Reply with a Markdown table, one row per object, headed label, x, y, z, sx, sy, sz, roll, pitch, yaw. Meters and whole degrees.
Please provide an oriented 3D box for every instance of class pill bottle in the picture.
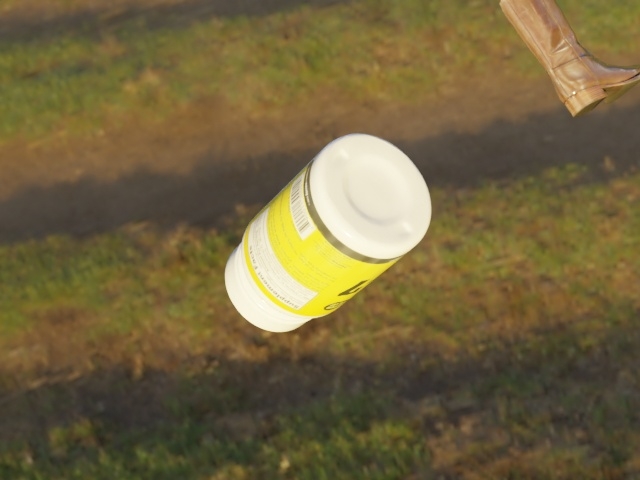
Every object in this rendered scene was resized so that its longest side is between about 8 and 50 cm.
| label | x | y | z | sx | sy | sz | roll | pitch | yaw |
| --- | --- | --- | --- | --- | --- | --- | --- | --- | --- |
| pill bottle | 0.000 | 0.000 | 1.355 | 0.119 | 0.119 | 0.208 | -50 | 6 | -39 |

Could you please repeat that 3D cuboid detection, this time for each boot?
| label | x | y | z | sx | sy | sz | roll | pitch | yaw |
| --- | --- | --- | --- | --- | --- | --- | --- | --- | --- |
| boot | 0.195 | -0.158 | 1.142 | 0.106 | 0.114 | 0.037 | -22 | -15 | -45 |
